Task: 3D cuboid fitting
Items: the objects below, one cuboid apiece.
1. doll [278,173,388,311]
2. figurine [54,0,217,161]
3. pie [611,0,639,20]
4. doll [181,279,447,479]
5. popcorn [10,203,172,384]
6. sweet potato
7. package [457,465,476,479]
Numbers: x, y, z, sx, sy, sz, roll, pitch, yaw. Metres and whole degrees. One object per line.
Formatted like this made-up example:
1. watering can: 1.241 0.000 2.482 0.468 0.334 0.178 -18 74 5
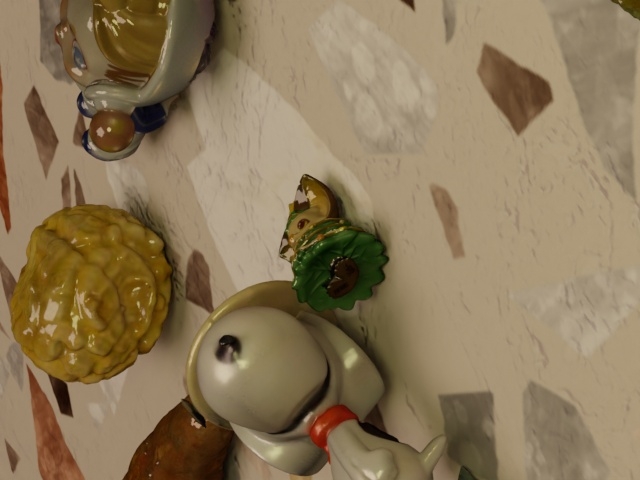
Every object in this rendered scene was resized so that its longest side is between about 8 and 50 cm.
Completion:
1. doll: 0.011 0.003 1.286 0.113 0.077 0.078 -103 27 -60
2. figurine: -0.163 -0.150 1.417 0.274 0.133 0.194 102 163 -46
3. pie: 0.175 -0.263 0.878 0.323 0.070 0.323 28 125 49
4. doll: 0.008 0.152 1.258 0.271 0.144 0.208 41 -175 8
5. popcorn: -0.226 0.049 1.581 0.180 0.170 0.180 2 95 19
6. sweet potato: -0.151 0.253 1.599 0.106 0.095 0.354 19 134 5
7. package: 0.108 0.223 1.254 0.037 0.015 0.110 40 135 42
